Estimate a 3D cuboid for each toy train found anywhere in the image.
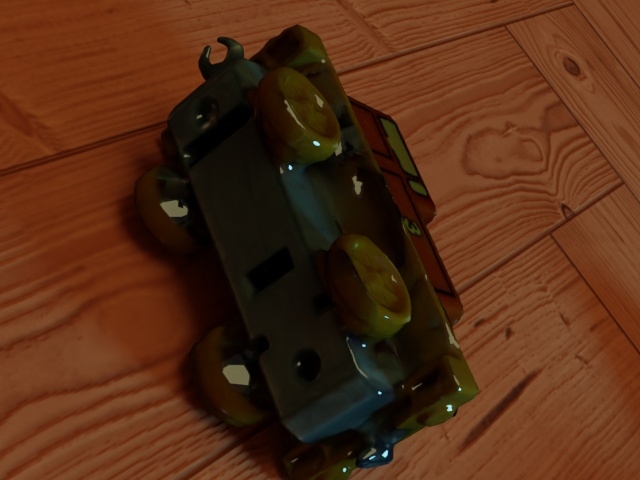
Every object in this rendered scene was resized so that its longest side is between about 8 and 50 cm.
[{"bbox_3d":[0.000,0.000,0.989,0.232,0.163,0.369,13,48,-52],"label":"toy train"}]
